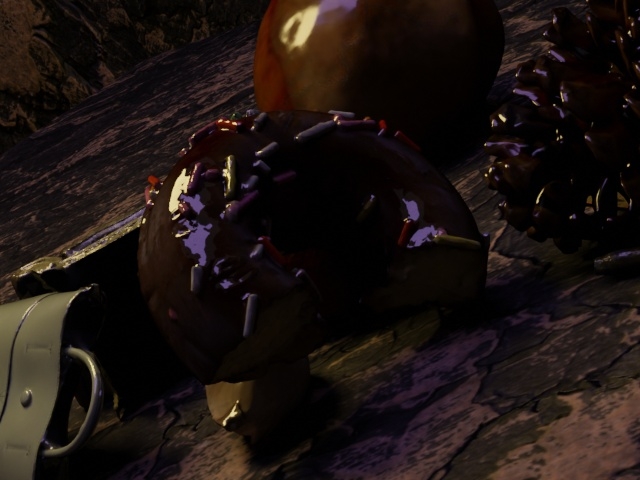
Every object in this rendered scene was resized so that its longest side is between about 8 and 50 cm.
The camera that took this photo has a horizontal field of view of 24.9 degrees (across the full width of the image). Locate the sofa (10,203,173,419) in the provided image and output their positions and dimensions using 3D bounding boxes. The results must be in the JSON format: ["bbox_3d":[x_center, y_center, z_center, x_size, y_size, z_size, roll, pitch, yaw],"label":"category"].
[{"bbox_3d":[-0.202,0.051,1.652,0.258,0.200,0.182,-32,20,-15],"label":"sofa"}]

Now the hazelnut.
[{"bbox_3d":[0.074,-0.251,1.993,0.366,0.366,0.366,-24,17,8],"label":"hazelnut"}]

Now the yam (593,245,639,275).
[{"bbox_3d":[0.312,0.008,1.319,0.129,0.027,0.033,-14,60,30],"label":"yam"}]

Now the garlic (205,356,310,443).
[{"bbox_3d":[-0.060,0.130,1.410,0.101,0.087,0.195,-39,20,3],"label":"garlic"}]

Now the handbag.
[{"bbox_3d":[-0.283,0.166,1.467,0.109,0.241,0.315,19,-16,-40],"label":"handbag"}]

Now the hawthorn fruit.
[{"bbox_3d":[0.012,0.009,1.560,0.194,0.157,0.157,14,22,2],"label":"hawthorn fruit"}]

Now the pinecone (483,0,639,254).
[{"bbox_3d":[0.270,-0.100,1.358,0.292,0.246,0.246,-43,2,41],"label":"pinecone"}]

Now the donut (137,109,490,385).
[{"bbox_3d":[-0.014,-0.017,1.385,0.345,0.259,0.136,-11,-31,-30],"label":"donut"}]

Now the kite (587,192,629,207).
[{"bbox_3d":[0.396,-0.096,1.545,0.327,0.013,0.377,-21,18,20],"label":"kite"}]
